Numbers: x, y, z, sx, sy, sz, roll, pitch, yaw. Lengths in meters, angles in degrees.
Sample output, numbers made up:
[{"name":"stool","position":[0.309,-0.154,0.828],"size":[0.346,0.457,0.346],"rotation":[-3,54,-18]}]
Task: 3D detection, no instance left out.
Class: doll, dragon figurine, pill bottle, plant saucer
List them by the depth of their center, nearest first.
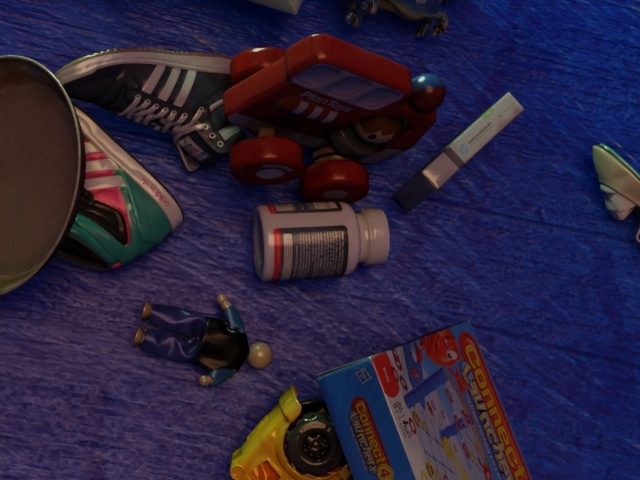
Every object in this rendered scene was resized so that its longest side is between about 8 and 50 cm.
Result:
[{"name":"plant saucer","position":[-0.406,-0.080,1.284],"size":[0.310,0.050,0.310],"rotation":[-4,82,31]},{"name":"doll","position":[-0.155,0.134,1.375],"size":[0.189,0.046,0.129],"rotation":[18,76,-8]},{"name":"pill bottle","position":[0.000,0.000,1.407],"size":[0.180,0.108,0.108],"rotation":[-3,78,-13]},{"name":"dragon figurine","position":[0.160,-0.409,1.519],"size":[0.289,0.085,0.144],"rotation":[-50,117,-10]}]

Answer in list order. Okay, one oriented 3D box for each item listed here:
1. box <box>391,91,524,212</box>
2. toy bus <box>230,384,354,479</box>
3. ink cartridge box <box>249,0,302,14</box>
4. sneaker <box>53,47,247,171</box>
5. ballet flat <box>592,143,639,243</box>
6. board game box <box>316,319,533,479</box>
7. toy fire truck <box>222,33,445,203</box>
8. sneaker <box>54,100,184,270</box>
[{"name":"box","position":[0.198,-0.126,1.459],"size":[0.186,0.145,0.038],"rotation":[-41,90,-17]},{"name":"toy bus","position":[-0.026,0.334,1.318],"size":[0.211,0.149,0.220],"rotation":[-44,92,-4]},{"name":"ink cartridge box","position":[-0.128,-0.468,1.436],"size":[0.283,0.117,0.207],"rotation":[20,73,11]},{"name":"sneaker","position":[-0.218,-0.173,1.365],"size":[0.282,0.099,0.153],"rotation":[-8,82,-41]},{"name":"ballet flat","position":[0.498,-0.045,1.547],"size":[0.248,0.086,0.086],"rotation":[40,73,-3]},{"name":"board game box","position":[0.155,0.278,1.296],"size":[0.302,0.086,0.308],"rotation":[-10,77,-59]},{"name":"toy fire truck","position":[0.027,-0.173,1.349],"size":[0.302,0.254,0.169],"rotation":[14,68,-40]},{"name":"sneaker","position":[-0.349,-0.065,1.342],"size":[0.295,0.124,0.178],"rotation":[41,63,-3]}]
